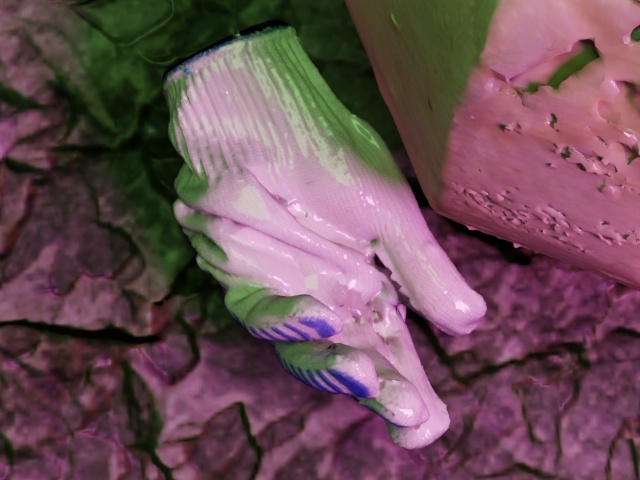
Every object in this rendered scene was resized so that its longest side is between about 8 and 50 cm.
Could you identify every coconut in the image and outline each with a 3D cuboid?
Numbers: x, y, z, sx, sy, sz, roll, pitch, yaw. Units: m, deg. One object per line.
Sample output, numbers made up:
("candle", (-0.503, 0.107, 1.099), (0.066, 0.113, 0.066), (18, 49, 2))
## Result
("coconut", (0.166, -0.141, 0.680), (0.352, 0.352, 0.353), (1, 75, -2))

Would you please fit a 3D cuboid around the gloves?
("gloves", (-0.001, -0.001, 0.742), (0.119, 0.097, 0.229), (-25, 73, -4))
